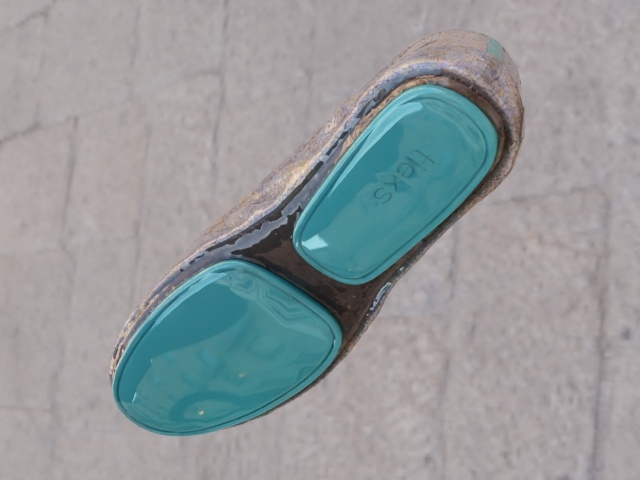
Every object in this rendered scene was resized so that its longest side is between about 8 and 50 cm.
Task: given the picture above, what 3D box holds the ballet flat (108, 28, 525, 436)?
[{"bbox_3d":[0.000,0.000,0.760,0.316,0.107,0.106,-40,16,33],"label":"ballet flat"}]
